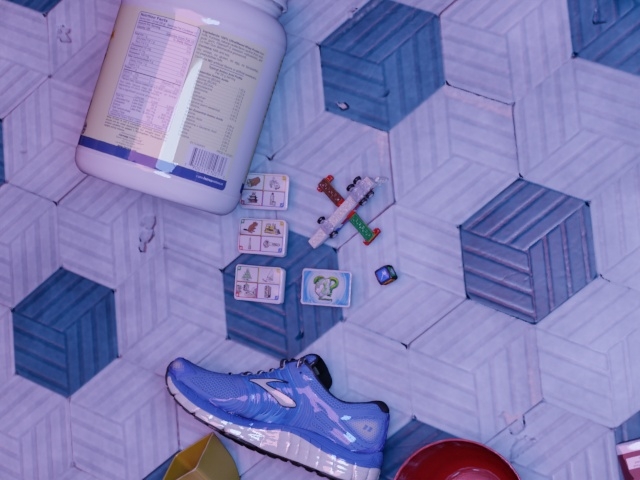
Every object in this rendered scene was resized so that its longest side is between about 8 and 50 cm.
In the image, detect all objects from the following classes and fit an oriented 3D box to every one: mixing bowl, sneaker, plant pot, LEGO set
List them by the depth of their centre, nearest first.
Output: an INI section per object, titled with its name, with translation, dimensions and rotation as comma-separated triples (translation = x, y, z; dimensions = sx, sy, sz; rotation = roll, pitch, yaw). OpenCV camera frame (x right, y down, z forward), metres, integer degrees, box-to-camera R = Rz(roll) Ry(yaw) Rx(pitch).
[mixing bowl]
translation = 0.186, 0.340, 1.662
dimensions = 0.181, 0.098, 0.181
rotation = -2, 85, 20
[sneaker]
translation = -0.054, 0.218, 1.764
dimensions = 0.330, 0.130, 0.147
rotation = 18, 77, 17
[plant pot]
translation = -0.158, 0.330, 1.791
dimensions = 0.081, 0.081, 0.083
rotation = -34, 107, 30
[LEGO set]
translation = 0.000, 0.000, 1.802
dimensions = 0.244, 0.060, 0.182
rotation = 3, 89, 29

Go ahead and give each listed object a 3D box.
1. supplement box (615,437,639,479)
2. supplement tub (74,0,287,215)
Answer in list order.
[supplement box]
translation = 0.455, 0.347, 1.578
dimensions = 0.130, 0.073, 0.239
rotation = -17, 79, 18
[supplement tub]
translation = -0.181, -0.217, 1.776
dimensions = 0.235, 0.235, 0.325
rotation = 17, 90, 20
